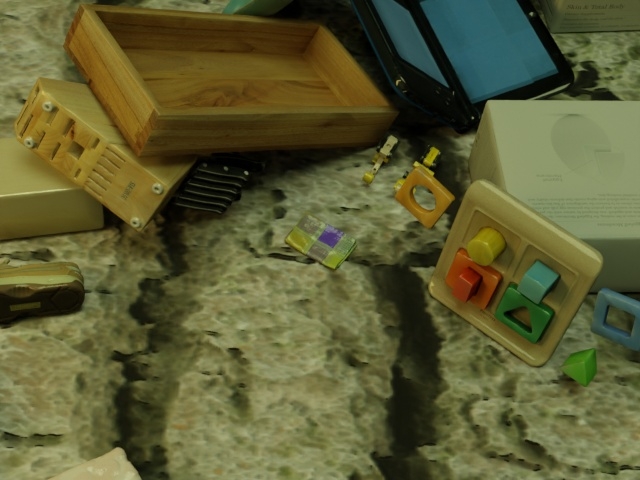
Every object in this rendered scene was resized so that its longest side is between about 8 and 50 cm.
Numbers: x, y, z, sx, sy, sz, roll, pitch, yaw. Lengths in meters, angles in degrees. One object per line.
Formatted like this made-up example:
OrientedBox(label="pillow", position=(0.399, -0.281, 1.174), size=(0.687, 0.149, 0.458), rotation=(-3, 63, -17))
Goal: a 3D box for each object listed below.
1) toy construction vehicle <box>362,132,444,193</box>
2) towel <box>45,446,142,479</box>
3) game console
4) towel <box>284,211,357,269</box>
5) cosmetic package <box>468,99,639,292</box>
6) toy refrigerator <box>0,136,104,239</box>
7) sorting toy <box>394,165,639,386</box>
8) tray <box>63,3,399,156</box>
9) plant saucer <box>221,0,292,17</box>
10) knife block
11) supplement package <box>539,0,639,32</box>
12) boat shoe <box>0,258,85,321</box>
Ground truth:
OrientedBox(label="toy construction vehicle", position=(0.112, -0.101, 1.481), size=(0.086, 0.035, 0.098), rotation=(30, 60, 2))
OrientedBox(label="towel", position=(-0.263, 0.410, 1.073), size=(0.317, 0.053, 0.331), rotation=(-25, 61, -22))
OrientedBox(label="game console", position=(0.188, -0.320, 1.545), size=(0.250, 0.173, 0.293), rotation=(21, 38, -48))
OrientedBox(label="towel", position=(0.000, 0.000, 1.409), size=(0.083, 0.009, 0.060), rotation=(32, 57, 16))
OrientedBox(label="cosmetic package", position=(0.328, -0.056, 1.403), size=(0.224, 0.138, 0.224), rotation=(0, 54, -6))
OrientedBox(label="toy refrigerator", position=(-0.417, -0.061, 1.362), size=(0.270, 0.094, 0.102), rotation=(-7, 53, -13))
OrientedBox(label="sorting toy", position=(0.220, 0.047, 1.286), size=(0.348, 0.196, 0.047), rotation=(35, 46, 18))
OrientedBox(label="tray", position=(-0.105, -0.207, 1.398), size=(0.411, 0.076, 0.202), rotation=(-8, 52, -44))
OrientedBox(label="plant saucer", position=(-0.014, -0.416, 1.556), size=(0.043, 0.318, 0.317), rotation=(48, 57, -17))
OrientedBox(label="knife block", position=(-0.213, -0.133, 1.370), size=(0.276, 0.088, 0.242), rotation=(37, 36, -5))
OrientedBox(label="supplement package", position=(0.452, -0.481, 1.634), size=(0.199, 0.262, 0.198), rotation=(-3, 56, -7))
OrientedBox(label="boat shoe", position=(-0.386, 0.056, 1.306), size=(0.190, 0.068, 0.072), rotation=(-1, 43, -18))
